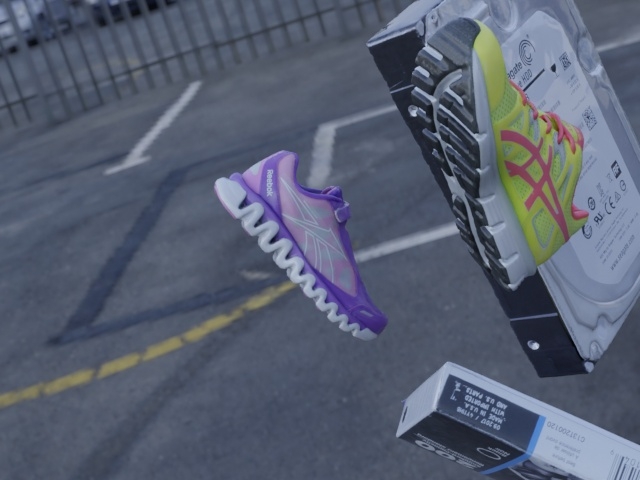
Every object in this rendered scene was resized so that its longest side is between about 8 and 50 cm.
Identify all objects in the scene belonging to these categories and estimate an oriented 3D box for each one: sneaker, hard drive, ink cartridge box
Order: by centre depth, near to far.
[{"bbox_3d":[0.125,-0.066,0.756,0.094,0.209,0.081,-29,43,-7],"label":"sneaker"},{"bbox_3d":[0.165,0.168,0.893,0.208,0.206,0.045,108,-174,-74],"label":"ink cartridge box"},{"bbox_3d":[0.194,-0.082,1.020,0.064,0.339,0.237,-14,22,44],"label":"hard drive"},{"bbox_3d":[0.000,0.000,1.203,0.104,0.236,0.095,-42,10,-3],"label":"sneaker"}]
